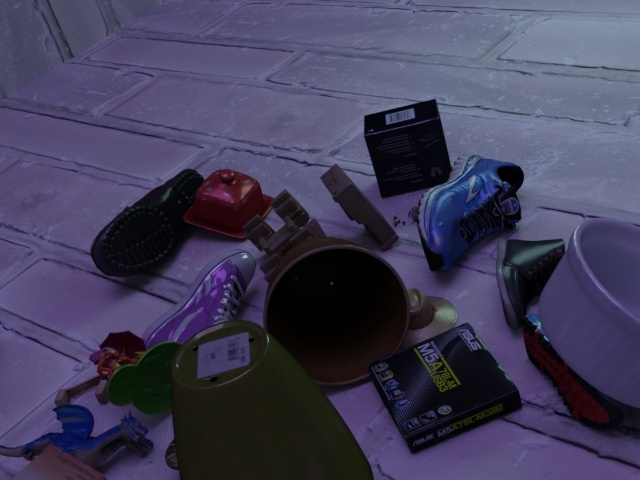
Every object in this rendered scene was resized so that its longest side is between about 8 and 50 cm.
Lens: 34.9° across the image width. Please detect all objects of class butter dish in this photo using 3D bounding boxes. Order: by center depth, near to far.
[{"bbox_3d":[-0.197,-0.099,2.171,0.160,0.118,0.160,16,43,19],"label":"butter dish"}]

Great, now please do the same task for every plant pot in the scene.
[{"bbox_3d":[-0.093,0.263,1.416,0.275,0.293,0.275,-13,32,8],"label":"plant pot"},{"bbox_3d":[0.008,0.090,1.733,0.237,0.237,0.254,-20,17,-3],"label":"plant pot"}]

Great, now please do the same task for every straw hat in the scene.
[{"bbox_3d":[0.162,0.117,1.733,0.144,0.061,0.144,-14,32,9],"label":"straw hat"}]

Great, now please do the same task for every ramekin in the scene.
[{"bbox_3d":[0.442,0.107,1.428,0.277,0.135,0.277,19,33,-13],"label":"ramekin"}]

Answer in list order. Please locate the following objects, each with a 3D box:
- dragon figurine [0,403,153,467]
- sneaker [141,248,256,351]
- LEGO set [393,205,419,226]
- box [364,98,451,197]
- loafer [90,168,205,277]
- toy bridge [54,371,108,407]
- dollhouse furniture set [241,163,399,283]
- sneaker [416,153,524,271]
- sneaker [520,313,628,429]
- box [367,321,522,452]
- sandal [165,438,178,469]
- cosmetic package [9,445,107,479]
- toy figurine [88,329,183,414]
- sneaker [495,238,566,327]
[{"bbox_3d":[-0.413,0.329,1.672,0.289,0.085,0.144,6,37,27],"label":"dragon figurine"},{"bbox_3d":[-0.178,0.140,1.847,0.161,0.102,0.282,18,57,39],"label":"sneaker"},{"bbox_3d":[0.182,-0.052,2.018,0.083,0.023,0.054,-22,32,-7],"label":"LEGO set"},{"bbox_3d":[0.182,-0.190,2.101,0.156,0.158,0.093,-12,33,9],"label":"box"},{"bbox_3d":[-0.370,-0.022,2.182,0.130,0.134,0.366,-24,13,38],"label":"loafer"},{"bbox_3d":[-0.385,0.262,1.819,0.188,0.026,0.063,-10,32,13],"label":"toy bridge"},{"bbox_3d":[0.000,0.000,1.967,0.242,0.161,0.212,-40,32,6],"label":"dollhouse furniture set"},{"bbox_3d":[0.285,-0.061,1.881,0.147,0.129,0.330,2,37,33],"label":"sneaker"},{"bbox_3d":[0.395,0.169,1.496,0.125,0.104,0.262,-19,32,-6],"label":"sneaker"},{"bbox_3d":[0.187,0.223,1.572,0.184,0.045,0.190,-23,33,-4],"label":"box"},{"bbox_3d":[-0.180,0.317,1.618,0.072,0.049,0.180,4,23,22],"label":"sandal"},{"bbox_3d":[-0.436,0.453,1.454,0.153,0.129,0.296,14,44,39],"label":"cosmetic package"},{"bbox_3d":[-0.331,0.212,1.729,0.173,0.130,0.159,-7,20,-44],"label":"toy figurine"},{"bbox_3d":[0.358,0.058,1.702,0.118,0.083,0.222,-9,32,15],"label":"sneaker"}]
